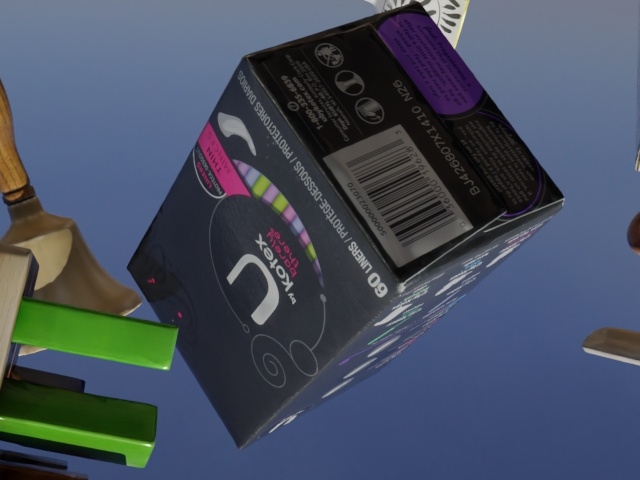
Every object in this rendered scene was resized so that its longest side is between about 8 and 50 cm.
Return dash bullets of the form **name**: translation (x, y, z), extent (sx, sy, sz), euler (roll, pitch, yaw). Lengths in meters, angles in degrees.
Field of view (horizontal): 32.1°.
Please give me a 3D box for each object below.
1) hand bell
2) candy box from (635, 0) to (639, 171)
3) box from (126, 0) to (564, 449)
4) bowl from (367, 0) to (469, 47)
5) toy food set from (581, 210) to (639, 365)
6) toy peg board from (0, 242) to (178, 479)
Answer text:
- **hand bell**: translation (-0.237, -0.044, 0.866), extent (0.126, 0.242, 0.126), euler (-18, -171, 3)
- **candy box**: translation (0.314, -0.120, 0.672), extent (0.233, 0.159, 0.071), euler (3, 160, 12)
- **box**: translation (0.000, 0.000, 0.729), extent (0.143, 0.270, 0.165), euler (-25, -106, -34)
- **bowl**: translation (0.081, -0.228, 0.923), extent (0.080, 0.170, 0.170), euler (11, -165, -1)
- **toy food set**: translation (0.270, -0.010, 0.742), extent (0.218, 0.071, 0.128), euler (-46, -148, -15)
- **toy peg board**: translation (-0.119, 0.092, 0.490), extent (0.079, 0.161, 0.160), euler (14, 173, -11)
